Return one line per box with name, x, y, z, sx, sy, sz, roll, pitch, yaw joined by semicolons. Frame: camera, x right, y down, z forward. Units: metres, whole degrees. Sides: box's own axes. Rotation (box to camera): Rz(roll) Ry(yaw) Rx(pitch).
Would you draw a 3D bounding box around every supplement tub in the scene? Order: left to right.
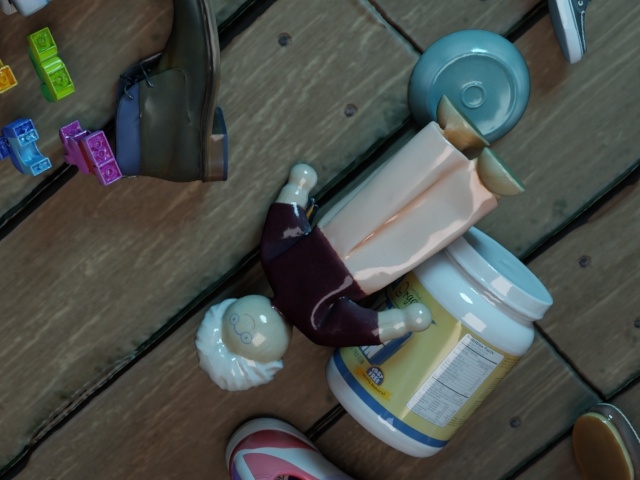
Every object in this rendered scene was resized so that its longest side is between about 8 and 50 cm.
supplement tub;0.115;0.095;1.561;0.144;0.144;0.200;34;105;-19

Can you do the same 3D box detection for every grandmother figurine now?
grandmother figurine;0.019;0.013;1.501;0.342;0.208;0.104;-41;144;10

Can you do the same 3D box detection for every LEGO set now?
LEGO set;-0.279;-0.142;1.454;0.087;0.093;0.227;-32;111;-27

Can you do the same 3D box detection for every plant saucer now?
plant saucer;0.144;-0.140;1.532;0.119;0.021;0.119;-2;112;-6

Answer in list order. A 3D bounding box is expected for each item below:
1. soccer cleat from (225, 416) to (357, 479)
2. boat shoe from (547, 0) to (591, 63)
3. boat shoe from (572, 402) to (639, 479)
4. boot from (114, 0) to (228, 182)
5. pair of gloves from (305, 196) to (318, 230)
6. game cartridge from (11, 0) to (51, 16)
soccer cleat;0.037;0.302;1.654;0.318;0.116;0.108;36;104;-19
boat shoe;0.232;-0.234;1.489;0.040;0.049;0.142;-16;112;-1
boat shoe;0.324;0.251;1.700;0.073;0.073;0.207;-38;122;-32
boot;-0.143;-0.149;1.461;0.106;0.082;0.219;-7;115;-7
pair of gloves;0.000;0.000;1.580;0.083;0.010;0.074;22;106;-17
game cartridge;-0.157;-0.375;1.355;0.355;0.068;0.230;-30;109;-5
